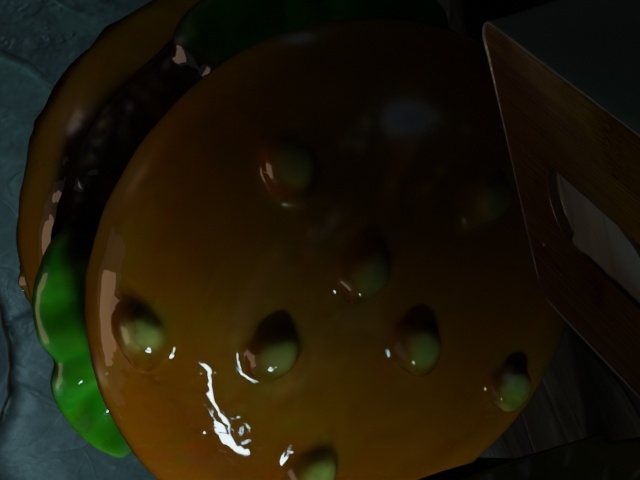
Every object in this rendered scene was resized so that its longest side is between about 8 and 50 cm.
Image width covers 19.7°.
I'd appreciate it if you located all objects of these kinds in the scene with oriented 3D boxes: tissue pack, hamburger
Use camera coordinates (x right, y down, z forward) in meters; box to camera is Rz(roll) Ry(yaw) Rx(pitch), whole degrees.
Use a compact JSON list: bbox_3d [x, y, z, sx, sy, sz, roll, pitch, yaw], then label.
[{"bbox_3d":[0.188,-0.017,0.811,0.246,0.136,0.159,-126,18,-64],"label":"tissue pack"},{"bbox_3d":[0.000,0.000,1.296,0.277,0.396,0.395,38,148,57],"label":"hamburger"}]

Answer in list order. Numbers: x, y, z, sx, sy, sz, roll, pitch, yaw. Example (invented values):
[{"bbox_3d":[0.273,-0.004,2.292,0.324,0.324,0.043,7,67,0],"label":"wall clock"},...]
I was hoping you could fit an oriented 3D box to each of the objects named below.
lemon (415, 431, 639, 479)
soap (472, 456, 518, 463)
[{"bbox_3d":[0.157,0.268,0.912,0.364,0.364,0.364,161,90,-82],"label":"lemon"},{"bbox_3d":[0.114,0.201,1.428,0.092,0.252,0.037,-124,42,-62],"label":"soap"}]
